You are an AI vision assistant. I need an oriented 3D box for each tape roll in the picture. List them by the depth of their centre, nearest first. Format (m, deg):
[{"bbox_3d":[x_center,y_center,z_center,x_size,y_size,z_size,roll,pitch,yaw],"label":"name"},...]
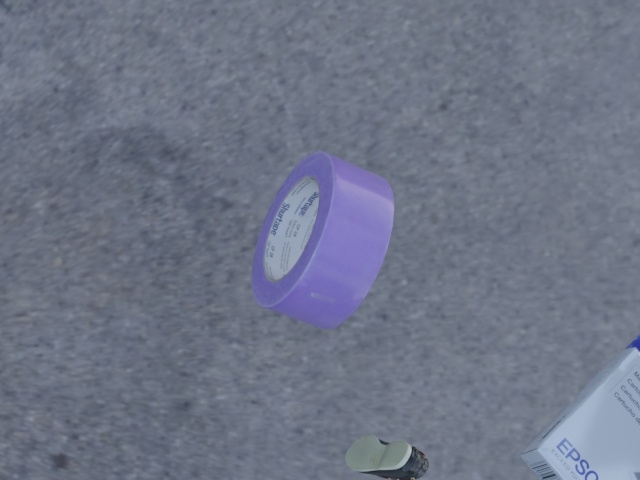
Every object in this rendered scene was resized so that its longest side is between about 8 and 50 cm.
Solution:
[{"bbox_3d":[0.000,0.000,1.422,0.080,0.189,0.189,22,75,-21],"label":"tape roll"}]

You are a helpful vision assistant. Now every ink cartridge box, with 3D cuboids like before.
[{"bbox_3d":[0.339,0.222,1.228,0.224,0.045,0.223,-39,89,-28],"label":"ink cartridge box"}]

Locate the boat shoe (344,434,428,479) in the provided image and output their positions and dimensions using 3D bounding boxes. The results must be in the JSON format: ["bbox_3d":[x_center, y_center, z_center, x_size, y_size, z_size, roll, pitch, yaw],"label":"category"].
[{"bbox_3d":[0.075,0.260,1.483,0.042,0.133,0.049,39,66,-24],"label":"boat shoe"}]
